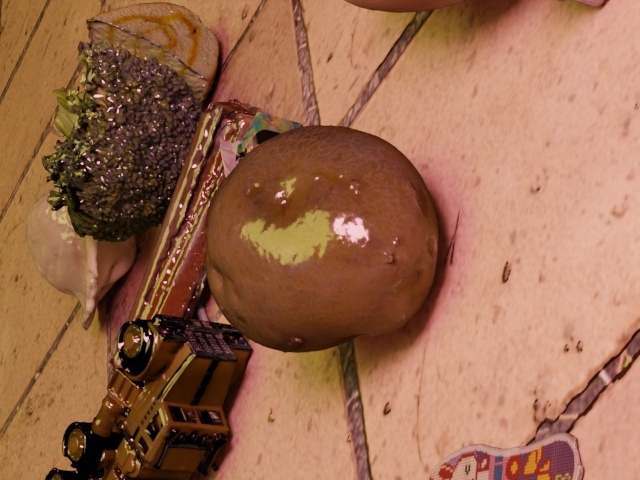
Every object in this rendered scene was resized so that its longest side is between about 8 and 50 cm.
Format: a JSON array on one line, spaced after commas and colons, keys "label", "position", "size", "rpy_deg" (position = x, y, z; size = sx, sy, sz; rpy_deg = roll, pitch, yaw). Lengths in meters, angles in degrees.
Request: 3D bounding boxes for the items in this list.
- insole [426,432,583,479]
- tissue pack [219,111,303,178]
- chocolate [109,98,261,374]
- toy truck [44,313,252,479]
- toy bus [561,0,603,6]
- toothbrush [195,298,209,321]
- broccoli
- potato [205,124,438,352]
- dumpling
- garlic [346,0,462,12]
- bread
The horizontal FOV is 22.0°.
[{"label": "insole", "position": [0.118, 0.166, 1.111], "size": [0.197, 0.004, 0.065], "rpy_deg": [-25, 52, 60]}, {"label": "tissue pack", "position": [-0.056, -0.056, 1.547], "size": [0.085, 0.079, 0.111], "rpy_deg": [-58, 28, 32]}, {"label": "chocolate", "position": [-0.145, 0.007, 1.705], "size": [0.102, 0.065, 0.329], "rpy_deg": [28, 97, 64]}, {"label": "toy truck", "position": [-0.156, 0.192, 1.568], "size": [0.127, 0.127, 0.257], "rpy_deg": [46, 118, 47]}, {"label": "toy bus", "position": [0.152, -0.210, 1.135], "size": [0.060, 0.123, 0.075], "rpy_deg": [-107, 37, -52]}, {"label": "toothbrush", "position": [-0.124, 0.074, 1.700], "size": [0.167, 0.011, 0.014], "rpy_deg": [-119, 45, -59]}, {"label": "broccoli", "position": [-0.216, -0.106, 1.771], "size": [0.176, 0.226, 0.198], "rpy_deg": [2, 50, 54]}, {"label": "potato", "position": [0.000, 0.000, 1.306], "size": [0.235, 0.160, 0.178], "rpy_deg": [15, 113, 53]}, {"label": "dumpling", "position": [-0.281, 0.017, 1.957], "size": [0.216, 0.126, 0.166], "rpy_deg": [-40, 56, 48]}, {"label": "garlic", "position": [0.101, -0.295, 1.272], "size": [0.325, 0.132, 0.279], "rpy_deg": [-61, 11, 28]}, {"label": "bread", "position": [-0.185, -0.224, 1.873], "size": [0.110, 0.156, 0.103], "rpy_deg": [-65, 5, -36]}]
